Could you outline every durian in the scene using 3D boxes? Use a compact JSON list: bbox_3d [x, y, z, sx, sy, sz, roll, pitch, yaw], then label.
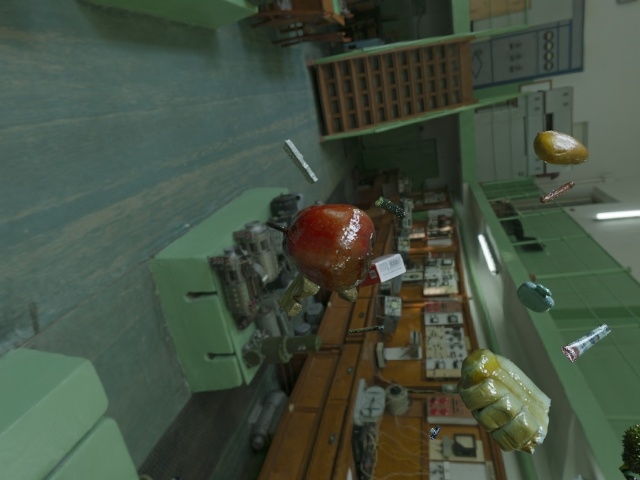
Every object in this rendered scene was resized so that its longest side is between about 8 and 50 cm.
[{"bbox_3d":[1.034,0.662,1.344,0.146,0.159,0.198,-57,152,-63],"label":"durian"}]

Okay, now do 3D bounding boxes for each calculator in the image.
[{"bbox_3d":[1.136,0.304,2.282,0.184,0.042,0.295,44,-11,22],"label":"calculator"}]

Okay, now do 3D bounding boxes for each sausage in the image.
[{"bbox_3d":[1.040,-0.209,1.890,0.036,0.158,0.042,59,9,-7],"label":"sausage"}]

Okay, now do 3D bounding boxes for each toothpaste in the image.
[{"bbox_3d":[0.963,0.367,1.560,0.062,0.239,0.039,60,-25,20],"label":"toothpaste"}]

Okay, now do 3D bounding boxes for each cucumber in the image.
[{"bbox_3d":[0.357,-0.164,2.164,0.187,0.058,0.058,23,56,-34],"label":"cucumber"}]

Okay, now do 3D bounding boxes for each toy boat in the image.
[{"bbox_3d":[0.472,0.798,1.790,0.083,0.038,0.038,-21,106,-51],"label":"toy boat"}]

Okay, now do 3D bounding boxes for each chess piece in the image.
[{"bbox_3d":[-0.061,0.183,1.795,0.137,0.301,0.137,41,9,-8],"label":"chess piece"}]

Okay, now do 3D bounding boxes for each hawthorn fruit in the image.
[{"bbox_3d":[0.000,0.000,1.400,0.285,0.369,0.284,21,90,-84],"label":"hawthorn fruit"}]

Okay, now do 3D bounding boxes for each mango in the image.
[{"bbox_3d":[1.024,-0.385,1.837,0.147,0.227,0.109,-61,169,-19],"label":"mango"}]

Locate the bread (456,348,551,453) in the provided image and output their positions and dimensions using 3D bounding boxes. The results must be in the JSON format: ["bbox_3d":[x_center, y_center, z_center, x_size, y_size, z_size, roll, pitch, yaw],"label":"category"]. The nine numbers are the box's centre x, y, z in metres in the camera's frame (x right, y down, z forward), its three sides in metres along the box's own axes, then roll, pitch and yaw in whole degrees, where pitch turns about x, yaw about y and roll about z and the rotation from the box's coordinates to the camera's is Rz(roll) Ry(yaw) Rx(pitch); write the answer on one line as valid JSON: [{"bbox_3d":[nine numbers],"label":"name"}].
[{"bbox_3d":[0.625,0.564,1.543,0.341,0.210,0.300,44,32,5],"label":"bread"}]

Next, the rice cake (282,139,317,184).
[{"bbox_3d":[-0.102,-0.397,2.184,0.256,0.052,0.057,53,-14,-11],"label":"rice cake"}]

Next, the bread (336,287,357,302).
[{"bbox_3d":[0.100,0.189,1.598,0.060,0.082,0.113,-60,159,-15],"label":"bread"}]

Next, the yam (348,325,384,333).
[{"bbox_3d":[0.133,0.258,1.244,0.014,0.107,0.014,173,-90,-86],"label":"yam"}]

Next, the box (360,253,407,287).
[{"bbox_3d":[0.260,0.127,1.870,0.182,0.133,0.099,-18,88,-40],"label":"box"}]
